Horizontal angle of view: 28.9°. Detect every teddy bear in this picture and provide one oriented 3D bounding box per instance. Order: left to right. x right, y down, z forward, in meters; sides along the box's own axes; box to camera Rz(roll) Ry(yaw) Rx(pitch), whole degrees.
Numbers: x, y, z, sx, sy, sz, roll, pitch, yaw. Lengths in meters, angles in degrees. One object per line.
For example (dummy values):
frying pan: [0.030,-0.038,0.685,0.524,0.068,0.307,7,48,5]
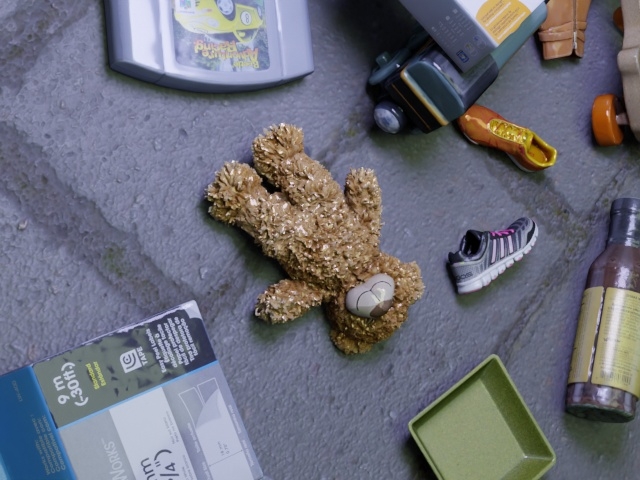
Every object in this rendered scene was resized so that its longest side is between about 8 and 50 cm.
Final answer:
teddy bear: [0.000,0.000,1.669,0.245,0.113,0.338,-27,93,-28]

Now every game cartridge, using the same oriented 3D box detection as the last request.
game cartridge: [-0.146,-0.299,1.684,0.294,0.060,0.196,-2,85,-29]

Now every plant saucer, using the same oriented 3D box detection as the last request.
plant saucer: [0.222,0.289,1.768,0.188,0.045,0.188,-34,97,-29]

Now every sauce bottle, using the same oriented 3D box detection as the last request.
sauce bottle: [0.453,0.102,1.892,0.111,0.111,0.344,23,72,-23]

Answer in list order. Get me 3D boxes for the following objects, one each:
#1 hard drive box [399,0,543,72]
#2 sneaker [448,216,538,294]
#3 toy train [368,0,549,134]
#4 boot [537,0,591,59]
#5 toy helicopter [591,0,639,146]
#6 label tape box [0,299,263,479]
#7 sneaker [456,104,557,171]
hard drive box: [0.185,-0.371,1.650,0.232,0.089,0.181,46,61,-4]
sneaker: [0.252,0.005,1.830,0.170,0.063,0.074,-38,105,-24]
toy train: [0.211,-0.278,1.791,0.142,0.190,0.334,50,62,-11]
boot: [0.411,-0.368,1.995,0.197,0.073,0.152,-13,94,-31]
toy helicopter: [0.517,-0.330,1.984,0.235,0.140,0.355,-35,117,-55]
label tape box: [-0.265,0.243,1.480,0.334,0.106,0.240,-22,90,-30]
sneaker: [0.284,-0.162,1.880,0.175,0.067,0.064,24,71,-21]
